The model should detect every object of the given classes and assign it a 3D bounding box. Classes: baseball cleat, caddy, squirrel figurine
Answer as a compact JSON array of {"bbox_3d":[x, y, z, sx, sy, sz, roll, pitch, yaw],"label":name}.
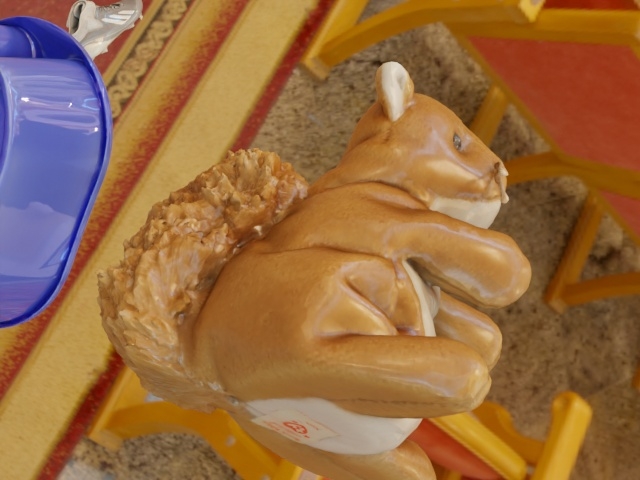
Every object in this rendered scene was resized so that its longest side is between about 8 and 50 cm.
[{"bbox_3d":[-0.429,-0.450,1.747,0.206,0.072,0.109,-64,143,-36],"label":"baseball cleat"},{"bbox_3d":[-0.352,-0.067,0.905,0.179,0.241,0.341,-7,123,-66],"label":"caddy"},{"bbox_3d":[0.000,0.000,0.840,0.281,0.396,0.371,82,23,-56],"label":"squirrel figurine"}]
